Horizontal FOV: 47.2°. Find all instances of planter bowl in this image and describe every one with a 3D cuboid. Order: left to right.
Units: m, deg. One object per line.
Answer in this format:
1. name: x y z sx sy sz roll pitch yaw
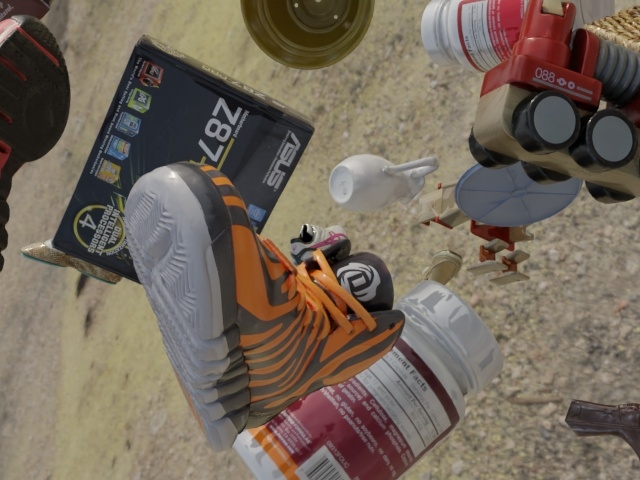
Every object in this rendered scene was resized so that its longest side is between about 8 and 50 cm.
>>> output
1. planter bowl: -0.013 -0.387 1.175 0.217 0.217 0.090 -56 -1 22

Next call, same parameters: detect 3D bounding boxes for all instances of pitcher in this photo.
1. pitcher: 0.138 -0.133 1.564 0.178 0.207 0.125 -38 64 48

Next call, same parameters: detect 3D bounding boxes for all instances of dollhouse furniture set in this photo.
1. dollhouse furniture set: 0.369 -0.049 1.715 0.135 0.259 0.262 -23 52 50

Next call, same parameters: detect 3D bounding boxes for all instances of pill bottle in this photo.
1. pill bottle: 0.071 0.247 1.104 0.392 0.224 0.224 -37 29 -16
2. pill bottle: 0.448 -0.516 1.716 0.407 0.229 0.229 5 78 46

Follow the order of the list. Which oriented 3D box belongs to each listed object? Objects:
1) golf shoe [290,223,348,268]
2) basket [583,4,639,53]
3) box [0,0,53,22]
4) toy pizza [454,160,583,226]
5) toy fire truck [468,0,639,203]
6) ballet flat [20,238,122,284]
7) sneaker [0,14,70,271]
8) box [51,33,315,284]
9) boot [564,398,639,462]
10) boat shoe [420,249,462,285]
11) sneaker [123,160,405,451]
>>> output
1. golf shoe: 0.000 0.000 1.393 0.067 0.186 0.086 -14 105 27
2. basket: 0.675 -0.339 1.419 0.223 0.213 0.299 -20 24 4
3. box: -0.438 -0.341 0.926 0.168 0.167 0.203 -33 36 22
4. toy pizza: 0.315 -0.088 1.176 0.201 0.201 0.032 -35 43 42
5. toy fire truck: 0.275 -0.178 0.753 0.158 0.217 0.246 168 116 -75
6. ballet flat: -0.497 0.028 1.490 0.067 0.206 0.073 -67 23 10
7. sneaker: -0.346 -0.083 0.679 0.136 0.116 0.314 8 67 18
8. box: -0.238 -0.101 1.263 0.395 0.318 0.097 -60 16 18
9. boot: 0.409 0.280 1.041 0.114 0.037 0.106 -6 83 29
10. boat shoe: 0.276 0.084 1.706 0.072 0.068 0.190 -61 -5 -23
11. sneaker: -0.029 0.032 0.535 0.124 0.180 0.321 57 161 25
